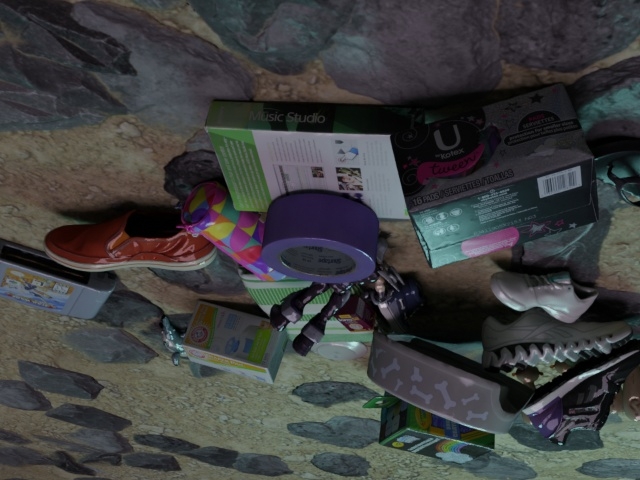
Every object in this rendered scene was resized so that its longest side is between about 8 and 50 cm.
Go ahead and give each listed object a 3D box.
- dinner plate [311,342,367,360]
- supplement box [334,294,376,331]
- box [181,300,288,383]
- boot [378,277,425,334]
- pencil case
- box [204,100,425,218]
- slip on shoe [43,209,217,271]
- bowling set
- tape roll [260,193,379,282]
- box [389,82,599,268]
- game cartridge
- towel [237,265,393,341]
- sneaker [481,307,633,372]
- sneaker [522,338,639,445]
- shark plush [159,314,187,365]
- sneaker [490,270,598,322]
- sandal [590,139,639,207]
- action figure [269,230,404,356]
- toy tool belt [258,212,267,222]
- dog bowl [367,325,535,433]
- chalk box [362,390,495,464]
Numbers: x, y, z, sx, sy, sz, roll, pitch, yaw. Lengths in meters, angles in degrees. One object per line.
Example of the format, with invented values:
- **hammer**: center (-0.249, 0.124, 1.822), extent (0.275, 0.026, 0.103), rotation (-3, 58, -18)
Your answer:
- **dinner plate**: center (0.039, 0.254, 2.066), extent (0.141, 0.017, 0.141), rotation (7, 152, 4)
- **supplement box**: center (0.068, 0.146, 1.761), extent (0.054, 0.043, 0.083), rotation (-7, 147, 30)
- **box**: center (-0.185, 0.222, 1.937), extent (0.203, 0.114, 0.103), rotation (14, 154, 12)
- **boot**: center (0.173, 0.133, 1.769), extent (0.086, 0.069, 0.190), rotation (-19, 155, 11)
- **pencil case**: center (-0.143, -0.012, 1.561), extent (0.104, 0.105, 0.236), rotation (-17, 142, 38)
- **box**: center (0.003, -0.121, 1.377), extent (0.321, 0.059, 0.232), rotation (2, 150, 8)
- **slip on shoe**: center (-0.353, -0.010, 1.625), extent (0.331, 0.123, 0.101), rotation (1, 127, 14)
- **bowling set**: center (0.566, 0.297, 1.909), extent (0.286, 0.154, 0.200), rotation (-7, 179, 21)
- **tape roll**: center (0.000, 0.000, 1.456), extent (0.188, 0.080, 0.189), rotation (7, 156, 3)
- **box**: center (0.240, -0.089, 1.228), extent (0.247, 0.142, 0.163), rotation (-17, 145, 9)
- **game cartridge**: center (-0.606, 0.087, 1.908), extent (0.297, 0.062, 0.198), rotation (19, 145, -18)
- **towel**: center (-0.007, 0.134, 1.848), extent (0.247, 0.038, 0.325), rotation (-4, 150, 22)
- **sneaker**: center (0.450, 0.179, 1.721), extent (0.292, 0.118, 0.110), rotation (-11, 159, 18)
- **sneaker**: center (0.549, 0.305, 1.772), extent (0.283, 0.107, 0.124), rotation (-39, 86, 27)
- **shark plush**: center (-0.339, 0.221, 2.102), extent (0.067, 0.073, 0.161), rotation (-17, 124, 6)
- **sneaker**: center (0.411, 0.084, 1.623), extent (0.212, 0.080, 0.094), rotation (15, 139, -25)
- **sandal**: center (0.497, -0.078, 1.317), extent (0.254, 0.055, 0.097), rotation (23, 148, -24)
- **action figure**: center (0.029, 0.079, 1.633), extent (0.185, 0.099, 0.285), rotation (44, 112, -5)
- **toy tool belt**: center (-0.067, -0.041, 1.537), extent (0.083, 0.051, 0.052), rotation (21, 148, -22)
- **dog bowl**: center (0.252, 0.285, 1.800), extent (0.348, 0.102, 0.349), rotation (22, -179, -1)
- **chalk box**: center (0.248, 0.397, 2.098), extent (0.288, 0.179, 0.180), rotation (17, 150, -13)
